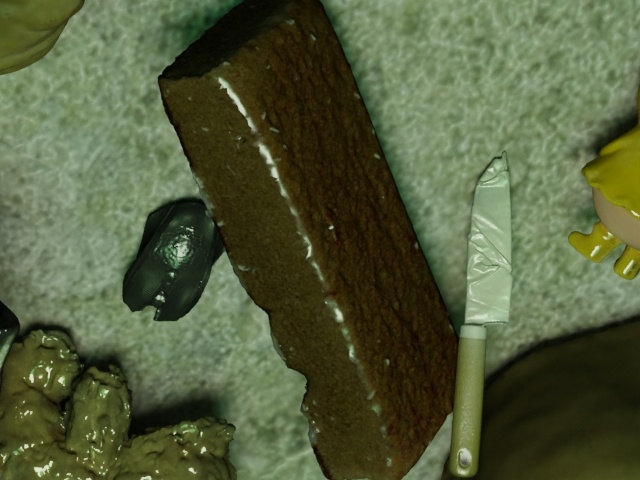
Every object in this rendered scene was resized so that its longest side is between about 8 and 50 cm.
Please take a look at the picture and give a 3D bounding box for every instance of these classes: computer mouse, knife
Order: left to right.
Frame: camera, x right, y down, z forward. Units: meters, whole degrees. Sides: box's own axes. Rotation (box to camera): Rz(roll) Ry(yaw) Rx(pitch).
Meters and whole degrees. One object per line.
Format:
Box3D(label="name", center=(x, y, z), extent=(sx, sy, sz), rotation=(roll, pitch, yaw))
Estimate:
Box3D(label="computer mouse", center=(-0.137, 0.024, 1.289), extent=(0.079, 0.047, 0.135), rotation=(25, 115, -11))
Box3D(label="knife", center=(0.149, 0.067, 1.259), extent=(0.047, 0.017, 0.297), rotation=(3, 84, 10))

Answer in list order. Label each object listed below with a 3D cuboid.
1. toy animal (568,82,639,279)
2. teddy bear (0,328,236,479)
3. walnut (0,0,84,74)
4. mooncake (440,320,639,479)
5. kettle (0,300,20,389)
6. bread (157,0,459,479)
Box3D(label="toy animal", center=(0.312, -0.066, 1.202), extent=(0.156, 0.156, 0.229), rotation=(27, 116, -13))
Box3D(label="teddy bear", center=(-0.200, 0.233, 1.330), extent=(0.256, 0.156, 0.267), rotation=(7, 114, -6))
Box3D(label="walnut", center=(-0.282, -0.260, 1.030), extent=(0.277, 0.282, 0.253), rotation=(36, 96, -7))
Box3D(label="mooncake", center=(0.330, 0.308, 1.314), extent=(0.467, 0.262, 0.466), rotation=(-1, 117, -2))
Box3D(label="kettle", center=(-0.408, 0.087, 1.174), extent=(0.321, 0.228, 0.324), rotation=(28, 116, 16))
Box3D(label="bread", center=(0.000, 0.000, 1.206), extent=(0.113, 0.165, 0.416), rotation=(-5, 118, 35))
